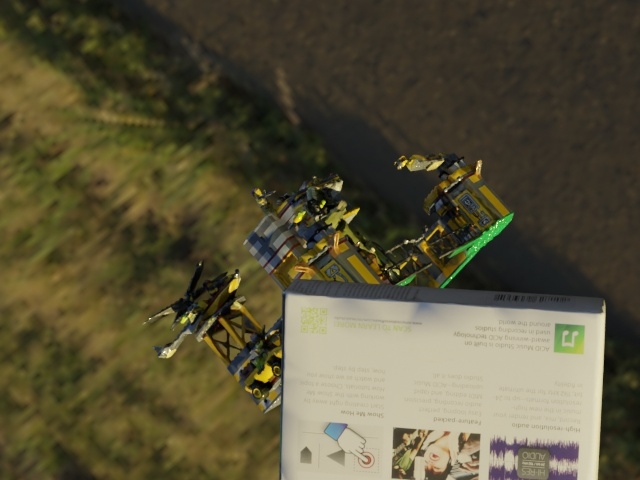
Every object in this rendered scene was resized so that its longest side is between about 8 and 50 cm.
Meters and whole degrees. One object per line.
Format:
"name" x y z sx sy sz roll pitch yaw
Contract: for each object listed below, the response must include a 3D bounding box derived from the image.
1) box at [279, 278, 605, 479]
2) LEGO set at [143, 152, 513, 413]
"box" 0.085 0.194 1.351 0.232 0.058 0.322 4 99 10
"LEGO set" 0.000 0.000 1.731 0.192 0.331 0.255 49 137 11
